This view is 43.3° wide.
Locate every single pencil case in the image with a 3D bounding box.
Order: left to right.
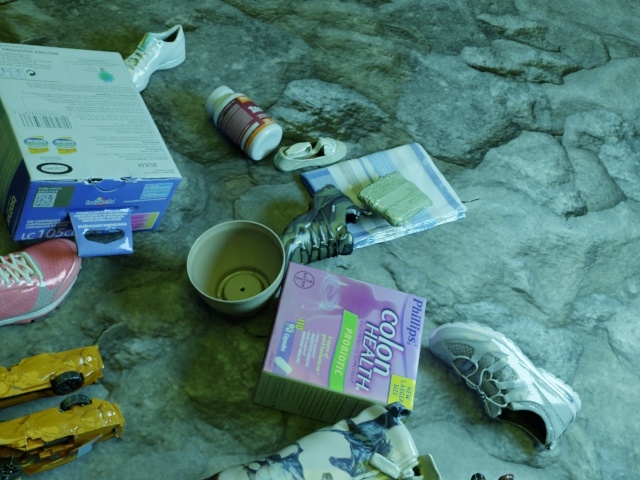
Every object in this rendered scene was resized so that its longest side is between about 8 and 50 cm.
[{"bbox_3d":[-0.045,0.363,1.119,0.410,0.183,0.160,-17,78,-21],"label":"pencil case"}]

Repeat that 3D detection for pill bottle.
[{"bbox_3d":[-0.155,-0.236,1.595,0.152,0.086,0.086,43,56,17],"label":"pill bottle"}]

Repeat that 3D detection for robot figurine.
[{"bbox_3d":[-0.442,0.255,1.150,0.291,0.085,0.211,-12,55,-27],"label":"robot figurine"}]

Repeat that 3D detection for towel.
[{"bbox_3d":[0.127,-0.094,1.597,0.285,0.034,0.209,-17,59,-24],"label":"towel"},{"bbox_3d":[0.143,-0.082,1.533,0.110,0.027,0.148,39,39,17],"label":"towel"}]

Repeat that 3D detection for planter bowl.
[{"bbox_3d":[-0.136,0.061,1.358,0.162,0.109,0.162,-1,55,2],"label":"planter bowl"}]

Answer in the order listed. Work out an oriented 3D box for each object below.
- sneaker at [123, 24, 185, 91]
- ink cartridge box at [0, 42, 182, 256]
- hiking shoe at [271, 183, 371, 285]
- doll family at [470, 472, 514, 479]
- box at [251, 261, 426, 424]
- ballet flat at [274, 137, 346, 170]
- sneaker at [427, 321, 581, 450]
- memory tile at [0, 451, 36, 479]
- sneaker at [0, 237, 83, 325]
[{"bbox_3d":[-0.360,-0.376,1.640,0.080,0.094,0.212,37,55,11],"label":"sneaker"},{"bbox_3d":[-0.423,-0.153,1.385,0.270,0.151,0.395,-5,52,-39],"label":"ink cartridge box"},{"bbox_3d":[0.000,0.000,1.448,0.114,0.086,0.227,29,64,14],"label":"hiking shoe"},{"bbox_3d":[0.228,0.411,1.226,0.193,0.076,0.111,-10,77,-26],"label":"doll family"},{"bbox_3d":[0.033,0.179,1.321,0.243,0.117,0.214,16,52,-3],"label":"box"},{"bbox_3d":[-0.013,-0.177,1.609,0.168,0.052,0.057,-20,62,-26],"label":"ballet flat"},{"bbox_3d":[0.300,0.239,1.352,0.281,0.105,0.115,31,53,8],"label":"sneaker"},{"bbox_3d":[-0.494,0.316,1.152,0.148,0.012,0.113,26,52,6],"label":"memory tile"},{"bbox_3d":[-0.505,0.075,1.247,0.314,0.136,0.116,-33,69,-32],"label":"sneaker"}]
